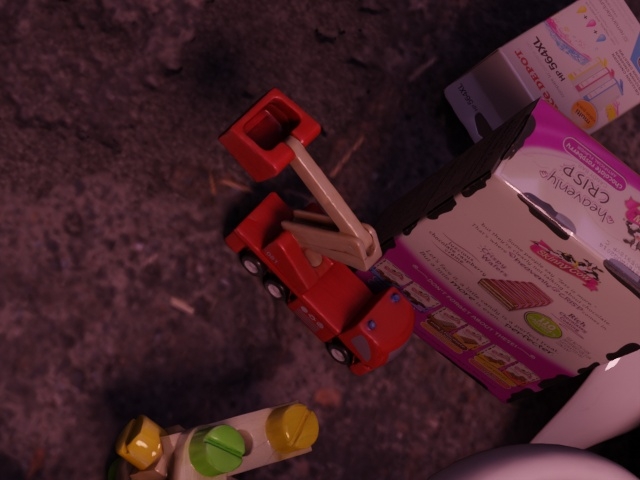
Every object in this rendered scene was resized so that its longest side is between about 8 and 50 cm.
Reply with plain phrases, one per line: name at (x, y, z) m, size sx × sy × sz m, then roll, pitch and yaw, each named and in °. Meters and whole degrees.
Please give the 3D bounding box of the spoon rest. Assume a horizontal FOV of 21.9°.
spoon rest at (0.188, 0.135, 1.156) m, size 0.084 × 0.137 × 0.276 m, roll 22°, pitch 75°, yaw 13°

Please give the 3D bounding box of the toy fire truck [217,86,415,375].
toy fire truck at (0.000, 0.000, 1.098) m, size 0.192 × 0.135 × 0.047 m, roll 46°, pitch 62°, yaw -4°

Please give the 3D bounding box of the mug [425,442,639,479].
mug at (0.114, 0.294, 0.870) m, size 0.328 × 0.276 × 0.374 m, roll -3°, pitch 90°, yaw -30°

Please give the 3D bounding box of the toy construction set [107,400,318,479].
toy construction set at (-0.162, 0.170, 0.964) m, size 0.328 × 0.151 × 0.215 m, roll 13°, pitch 69°, yaw -19°

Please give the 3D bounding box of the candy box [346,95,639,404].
candy box at (0.134, 0.015, 1.097) m, size 0.159 × 0.233 × 0.071 m, roll 38°, pitch 63°, yaw -9°

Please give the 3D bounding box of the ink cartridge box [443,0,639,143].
ink cartridge box at (0.172, -0.112, 1.235) m, size 0.143 × 0.090 × 0.092 m, roll -33°, pitch 89°, yaw -29°
